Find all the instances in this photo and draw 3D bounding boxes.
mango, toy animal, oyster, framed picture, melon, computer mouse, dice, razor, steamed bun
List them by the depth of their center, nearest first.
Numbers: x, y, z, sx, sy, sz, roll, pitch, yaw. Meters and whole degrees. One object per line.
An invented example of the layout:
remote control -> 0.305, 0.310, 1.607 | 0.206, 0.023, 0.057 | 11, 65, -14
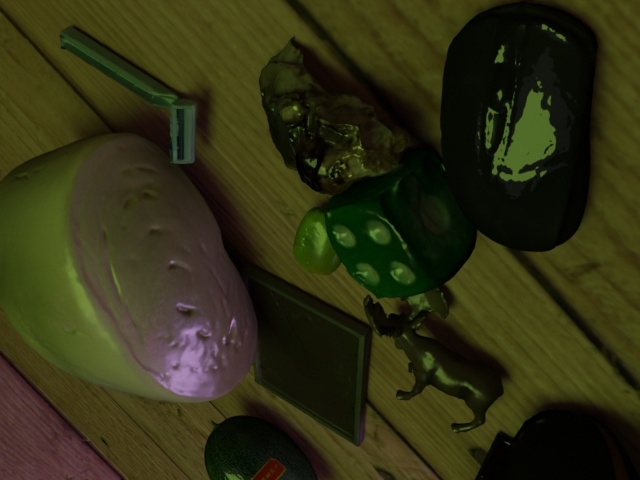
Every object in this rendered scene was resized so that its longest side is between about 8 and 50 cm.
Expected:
computer mouse -> 0.183, -0.085, 0.672 | 0.137, 0.086, 0.270 | 16, 134, 34
dice -> 0.089, -0.019, 0.790 | 0.120, 0.131, 0.128 | -12, 116, 49
oyster -> -0.009, -0.120, 0.795 | 0.232, 0.107, 0.162 | 31, 153, 45
computer mouse -> 0.312, 0.355, 0.826 | 0.183, 0.116, 0.323 | -45, 47, 32
toy animal -> 0.149, 0.150, 0.948 | 0.214, 0.094, 0.186 | 26, 145, 13
mango -> 0.000, 0.000, 0.961 | 0.073, 0.056, 0.108 | 20, 135, 22
razor -> -0.273, -0.230, 1.017 | 0.278, 0.056, 0.111 | 40, 146, 19
steamed bun -> -0.326, 0.070, 1.135 | 0.371, 0.290, 0.456 | 1, 127, 49
framed picture -> -0.026, 0.206, 1.221 | 0.247, 0.022, 0.335 | 26, 141, 25
melon -> -0.128, 0.471, 1.451 | 0.287, 0.182, 0.182 | 42, 144, 7

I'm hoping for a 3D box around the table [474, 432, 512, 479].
table -> 0.252, 0.483, 0.997 | 0.196, 0.282, 0.251 | 29, 142, 20
